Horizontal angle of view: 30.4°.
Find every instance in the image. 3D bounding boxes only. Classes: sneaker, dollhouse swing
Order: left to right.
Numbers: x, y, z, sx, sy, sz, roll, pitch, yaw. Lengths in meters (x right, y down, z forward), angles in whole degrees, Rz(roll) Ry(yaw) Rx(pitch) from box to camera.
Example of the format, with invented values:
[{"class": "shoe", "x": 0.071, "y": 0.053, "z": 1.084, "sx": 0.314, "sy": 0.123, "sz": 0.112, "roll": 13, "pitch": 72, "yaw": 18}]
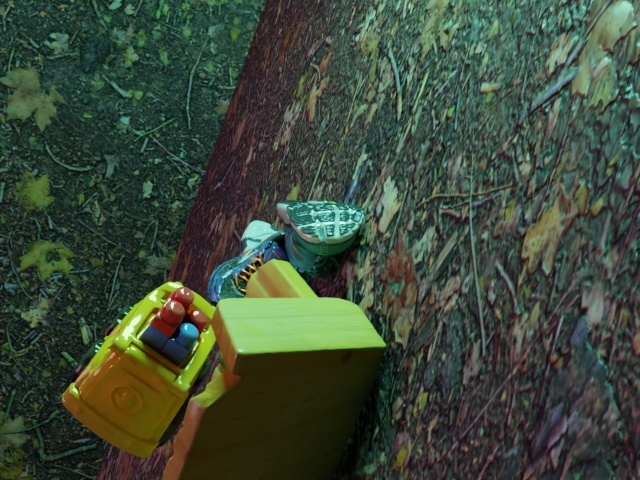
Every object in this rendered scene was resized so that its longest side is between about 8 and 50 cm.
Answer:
[{"class": "dollhouse swing", "x": -0.132, "y": 0.201, "z": 1.432, "sx": 0.305, "sy": 0.315, "sz": 0.347, "roll": 38, "pitch": 115, "yaw": 40}, {"class": "sneaker", "x": -0.114, "y": 0.081, "z": 1.971, "sx": 0.153, "sy": 0.094, "sz": 0.235, "roll": -56, "pitch": 30, "yaw": 28}, {"class": "sneaker", "x": -0.089, "y": 0.038, "z": 1.804, "sx": 0.221, "sy": 0.083, "sz": 0.087, "roll": -43, "pitch": 4, "yaw": -38}, {"class": "sneaker", "x": 0.000, "y": 0.000, "z": 1.668, "sx": 0.275, "sy": 0.107, "sz": 0.110, "roll": -152, "pitch": 60, "yaw": -81}]

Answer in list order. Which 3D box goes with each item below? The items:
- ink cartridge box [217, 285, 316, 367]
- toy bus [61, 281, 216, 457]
[{"class": "ink cartridge box", "x": -0.084, "y": 0.181, "z": 1.731, "sx": 0.158, "sy": 0.092, "sz": 0.218, "roll": -91, "pitch": 21, "yaw": -53}, {"class": "toy bus", "x": -0.199, "y": 0.128, "z": 1.495, "sx": 0.211, "sy": 0.149, "sz": 0.220, "roll": -54, "pitch": 4, "yaw": 34}]
